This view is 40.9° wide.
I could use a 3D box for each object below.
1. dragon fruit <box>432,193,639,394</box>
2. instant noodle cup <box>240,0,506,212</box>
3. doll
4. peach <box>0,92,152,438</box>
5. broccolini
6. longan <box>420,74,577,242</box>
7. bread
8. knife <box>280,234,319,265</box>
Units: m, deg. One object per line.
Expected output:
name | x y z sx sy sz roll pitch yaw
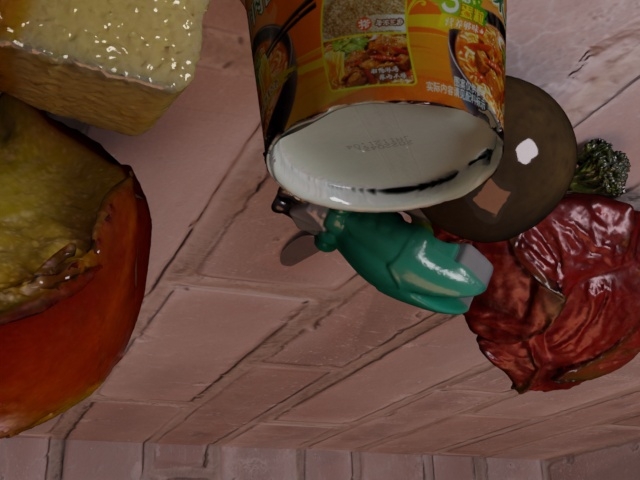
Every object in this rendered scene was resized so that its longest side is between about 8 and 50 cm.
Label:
dragon fruit | 0.270 0.046 1.157 0.330 0.302 0.240 23 -177 -16
instant noodle cup | 0.043 -0.137 0.657 0.230 0.182 0.230 0 158 0
doll | 0.087 -0.023 0.998 0.258 0.153 0.195 42 147 -21
peach | -0.348 0.031 0.759 0.339 0.353 0.416 31 -179 21
broccolini | 0.245 -0.074 0.999 0.216 0.067 0.058 -3 156 28
longan | 0.168 -0.079 0.846 0.167 0.168 0.187 -11 177 21
bread | -0.209 -0.164 0.572 0.265 0.142 0.178 15 127 -22
knife | -0.001 0.000 1.188 0.058 0.032 0.244 10 159 -33
